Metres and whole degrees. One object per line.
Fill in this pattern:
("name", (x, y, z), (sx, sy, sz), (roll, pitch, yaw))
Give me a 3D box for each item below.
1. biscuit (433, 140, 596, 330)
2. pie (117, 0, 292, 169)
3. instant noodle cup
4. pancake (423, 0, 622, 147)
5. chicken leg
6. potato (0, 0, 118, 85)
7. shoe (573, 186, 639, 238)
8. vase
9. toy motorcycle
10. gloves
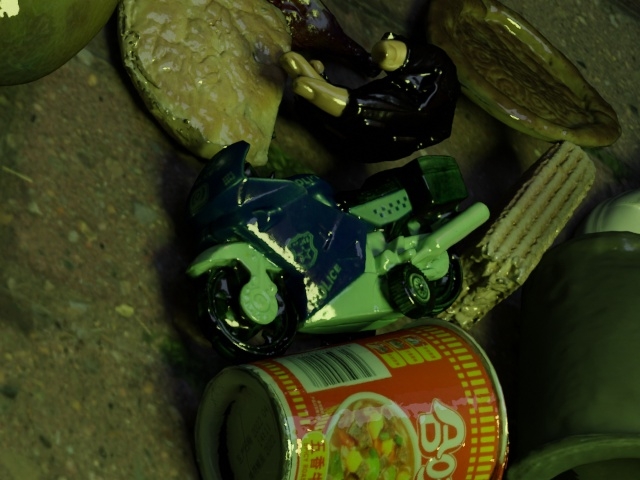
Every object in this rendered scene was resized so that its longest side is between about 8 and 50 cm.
("biscuit", (0.189, -0.005, 1.959), (0.062, 0.108, 0.239), (44, 41, -1))
("pie", (-0.106, -0.172, 1.809), (0.185, 0.052, 0.218), (35, 48, -28))
("instant noodle cup", (0.018, 0.164, 1.646), (0.212, 0.193, 0.193), (-2, 68, -38))
("pancake", (0.208, -0.177, 2.097), (0.250, 0.031, 0.250), (28, 29, -17))
("chicken leg", (-0.017, -0.224, 1.939), (0.205, 0.053, 0.093), (51, 26, -14))
("potato", (-0.246, -0.220, 1.623), (0.251, 0.159, 0.174), (-27, 113, -52))
("shoe", (0.419, -0.034, 2.175), (0.363, 0.160, 0.131), (-28, 86, -51))
("vase", (0.287, 0.148, 1.882), (0.245, 0.245, 0.291), (34, 41, -26))
("toy motorcycle", (0.000, 0.000, 1.764), (0.331, 0.125, 0.196), (-13, 77, -44))
("gloves", (0.039, -0.131, 1.845), (0.203, 0.164, 0.124), (-13, 68, -49))
